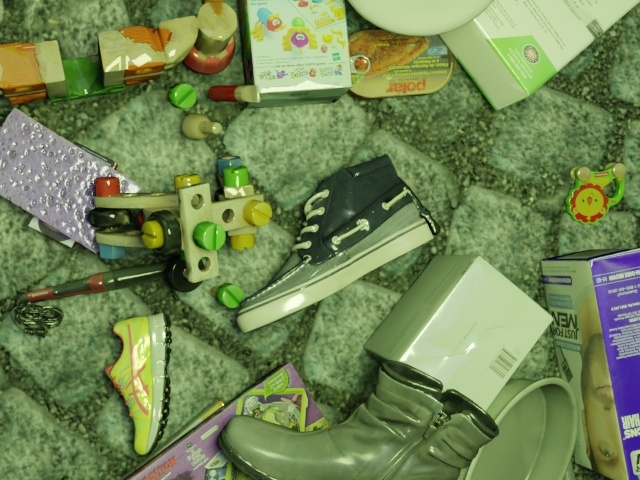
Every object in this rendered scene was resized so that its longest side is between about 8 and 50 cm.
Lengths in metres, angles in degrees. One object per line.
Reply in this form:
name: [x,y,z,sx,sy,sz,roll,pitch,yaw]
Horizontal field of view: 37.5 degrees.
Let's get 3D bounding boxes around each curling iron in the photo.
curling iron: [-0.318,0.074,1.391,0.274,0.035,0.068,-20,112,-14]

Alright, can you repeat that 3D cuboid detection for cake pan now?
cake pan: [0.281,0.331,1.406,0.293,0.054,0.293,-21,122,-38]

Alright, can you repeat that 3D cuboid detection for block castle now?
block castle: [-0.349,-0.351,1.299,0.453,0.213,0.303,-11,90,-13]

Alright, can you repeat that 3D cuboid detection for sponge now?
sponge: [-0.374,-0.084,1.338,0.210,0.031,0.117,33,84,-10]

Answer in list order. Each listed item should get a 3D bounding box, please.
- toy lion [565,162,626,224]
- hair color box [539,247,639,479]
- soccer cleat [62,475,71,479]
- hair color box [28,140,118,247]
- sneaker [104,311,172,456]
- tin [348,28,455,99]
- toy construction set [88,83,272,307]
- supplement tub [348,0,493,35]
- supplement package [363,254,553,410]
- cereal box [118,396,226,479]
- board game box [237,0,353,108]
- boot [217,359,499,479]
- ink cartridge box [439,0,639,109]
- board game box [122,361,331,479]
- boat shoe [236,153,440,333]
toy lion: [0.446,-0.075,1.532,0.100,0.034,0.096,-7,97,-11]
hair color box: [0.445,0.185,1.447,0.110,0.185,0.338,-12,90,-10]
soccer cleat: [-0.424,0.399,1.352,0.179,0.060,0.072,-17,93,-13]
hair color box: [-0.360,-0.067,1.379,0.072,0.043,0.141,27,85,-9]
sneaker: [-0.268,0.210,1.379,0.094,0.081,0.208,1,82,-3]
tin: [0.116,-0.275,1.473,0.190,0.040,0.106,-5,86,-11]
toy construction set: [-0.147,-0.070,1.277,0.257,0.237,0.308,17,87,-34]
supplement tub: [0.136,-0.468,1.313,0.228,0.228,0.316,8,53,-10]
supplement package: [0.196,0.140,1.394,0.149,0.203,0.194,40,83,-8]
cereal box: [-0.188,0.376,1.398,0.240,0.047,0.173,-40,97,-9]
board game box: [-0.047,-0.345,1.390,0.144,0.142,0.275,-5,90,-10]
boot: [0.050,0.250,1.276,0.338,0.118,0.222,21,109,-5]
ink cartridge box: [0.331,-0.366,1.458,0.273,0.115,0.198,-40,96,-16]
board game box: [-0.120,0.350,1.337,0.347,0.056,0.208,-32,96,-34]
boat shoe: [0.000,0.000,1.414,0.340,0.127,0.158,-28,87,-17]
